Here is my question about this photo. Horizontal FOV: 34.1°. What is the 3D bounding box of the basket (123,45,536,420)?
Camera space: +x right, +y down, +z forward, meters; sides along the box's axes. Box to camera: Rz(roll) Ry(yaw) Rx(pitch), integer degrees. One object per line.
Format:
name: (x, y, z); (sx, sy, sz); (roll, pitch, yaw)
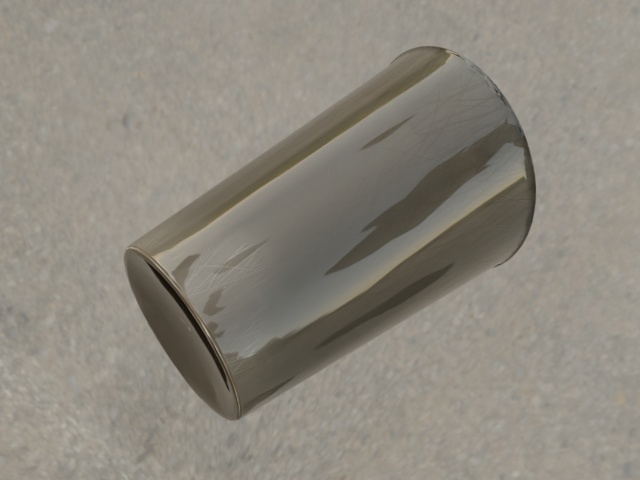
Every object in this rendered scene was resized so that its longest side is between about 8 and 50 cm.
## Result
basket: (0.001, 0.002, 0.680); (0.227, 0.204, 0.154); (-32, 72, -23)
